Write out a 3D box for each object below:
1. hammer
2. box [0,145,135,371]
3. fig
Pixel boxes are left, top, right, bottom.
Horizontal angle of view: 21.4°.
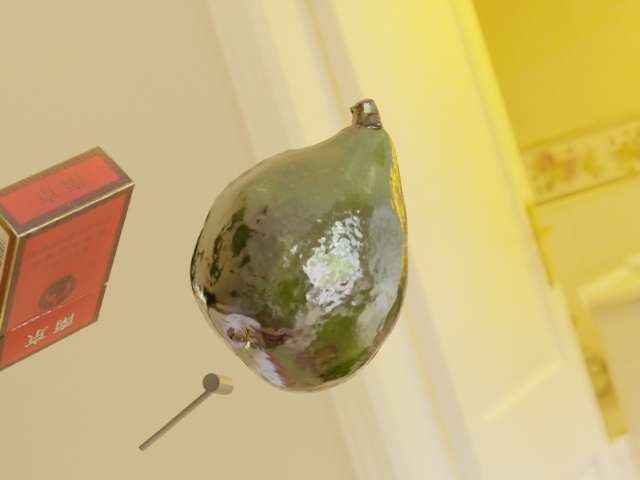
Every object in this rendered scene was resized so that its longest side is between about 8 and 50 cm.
[{"bbox_3d":[-0.132,0.165,1.622,0.110,0.019,0.035,-39,-20,9],"label":"hammer"},{"bbox_3d":[-0.292,0.024,1.787,0.153,0.074,0.240,-33,-23,-38],"label":"box"},{"bbox_3d":[0.000,0.000,1.407,0.245,0.195,0.195,-55,2,0],"label":"fig"}]
